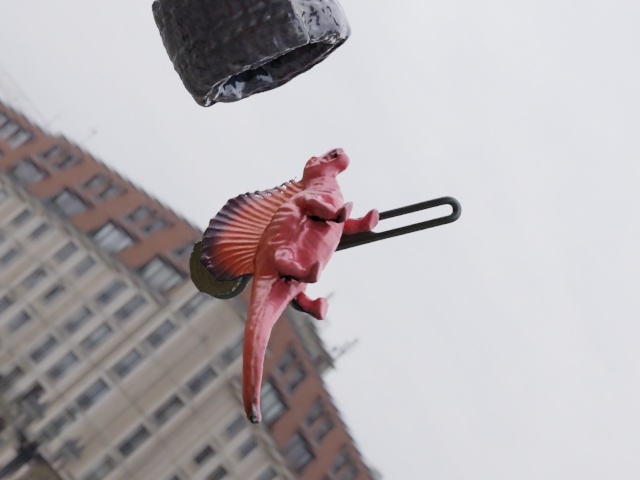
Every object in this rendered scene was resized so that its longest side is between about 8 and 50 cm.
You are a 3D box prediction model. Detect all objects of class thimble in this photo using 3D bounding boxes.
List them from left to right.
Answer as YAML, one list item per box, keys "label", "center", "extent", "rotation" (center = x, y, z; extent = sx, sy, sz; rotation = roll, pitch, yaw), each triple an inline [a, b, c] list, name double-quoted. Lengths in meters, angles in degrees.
- label: "thimble"
  center: [-0.059, -0.181, 1.180]
  extent: [0.098, 0.150, 0.150]
  rotation: [66, -16, 6]

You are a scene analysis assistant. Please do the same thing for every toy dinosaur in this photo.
- label: "toy dinosaur"
  center: [-0.055, 0.021, 1.213]
  extent: [0.139, 0.286, 0.070]
  rotation: [12, -36, 23]

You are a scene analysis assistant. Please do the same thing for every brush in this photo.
- label: "brush"
  center: [0.000, 0.000, 1.302]
  extent: [0.027, 0.266, 0.062]
  rotation: [-8, 83, -71]
